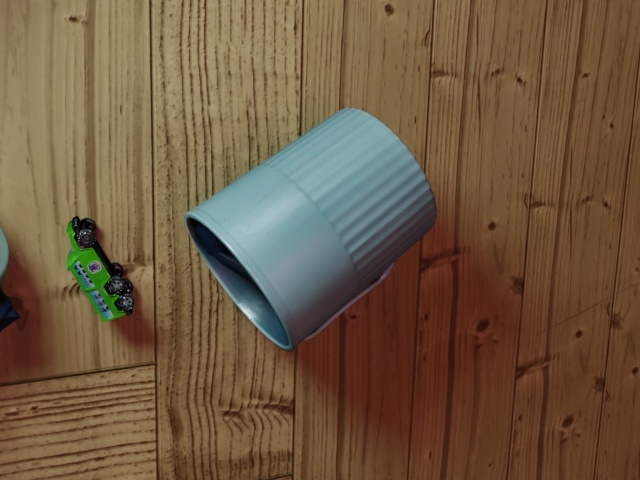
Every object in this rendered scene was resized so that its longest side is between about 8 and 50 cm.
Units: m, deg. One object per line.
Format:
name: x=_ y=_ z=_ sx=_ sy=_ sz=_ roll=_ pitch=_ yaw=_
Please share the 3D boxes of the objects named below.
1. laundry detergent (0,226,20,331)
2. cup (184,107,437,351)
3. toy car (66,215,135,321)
laundry detergent: x=-0.518 y=0.030 z=1.131 sx=0.280 sy=0.105 sz=0.215 roll=58 pitch=45 yaw=-25
cup: x=0.008 y=0.001 z=1.339 sx=0.311 sy=0.257 sz=0.331 roll=-38 pitch=115 yaw=-16
toy car: x=-0.335 y=0.043 z=1.280 sx=0.062 sy=0.071 sz=0.165 roll=-28 pitch=114 yaw=-4
